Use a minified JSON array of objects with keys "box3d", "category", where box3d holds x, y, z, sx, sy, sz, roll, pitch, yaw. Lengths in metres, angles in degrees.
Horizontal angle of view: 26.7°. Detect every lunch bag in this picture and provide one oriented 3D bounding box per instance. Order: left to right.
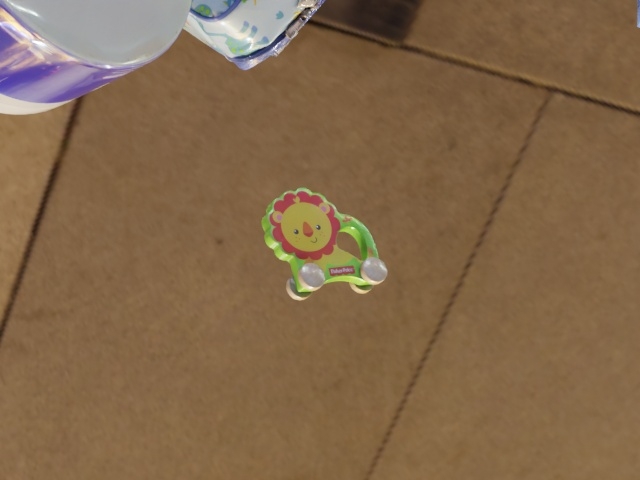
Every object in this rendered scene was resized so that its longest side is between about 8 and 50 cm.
[{"box3d":[-0.072,-0.267,1.242,0.176,0.219,0.090,-49,133,-3],"category":"lunch bag"}]

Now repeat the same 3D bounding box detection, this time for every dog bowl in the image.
[{"box3d":[-0.212,-0.230,0.957,0.104,0.265,0.265,-17,137,32],"category":"dog bowl"}]

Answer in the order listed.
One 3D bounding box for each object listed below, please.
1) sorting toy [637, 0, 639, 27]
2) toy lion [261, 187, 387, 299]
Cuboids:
[{"box3d":[0.263,-0.261,0.942,0.047,0.347,0.196,8,83,-3],"category":"sorting toy"},{"box3d":[0.000,0.000,1.172,0.100,0.096,0.034,-4,161,-28],"category":"toy lion"}]
